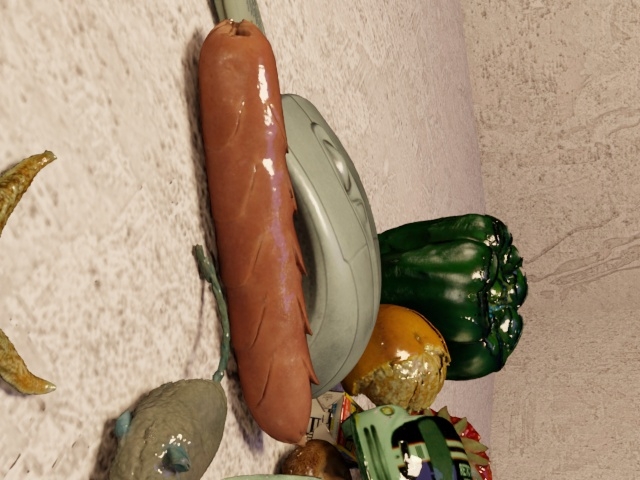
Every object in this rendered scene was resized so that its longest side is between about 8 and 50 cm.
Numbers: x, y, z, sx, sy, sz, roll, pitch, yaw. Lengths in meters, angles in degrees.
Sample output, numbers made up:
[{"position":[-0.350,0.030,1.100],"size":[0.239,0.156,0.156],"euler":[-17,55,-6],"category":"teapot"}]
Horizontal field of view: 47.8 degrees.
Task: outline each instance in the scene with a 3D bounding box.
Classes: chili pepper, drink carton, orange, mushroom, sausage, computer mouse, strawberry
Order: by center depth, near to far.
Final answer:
[{"position":[-0.059,0.009,0.697],"size":[0.088,0.087,0.433],"euler":[-38,122,-67],"category":"sausage"},{"position":[-0.001,0.287,0.821],"size":[0.126,0.085,0.109],"euler":[64,-4,-20],"category":"mushroom"},{"position":[0.000,0.000,0.821],"size":[0.188,0.121,0.371],"euler":[-37,119,-68],"category":"computer mouse"},{"position":[0.092,0.160,0.951],"size":[0.156,0.134,0.157],"euler":[19,48,-23],"category":"orange"},{"position":[0.029,0.253,0.953],"size":[0.166,0.056,0.071],"euler":[56,42,-56],"category":"drink carton"},{"position":[0.178,0.082,1.110],"size":[0.233,0.256,0.249],"euler":[-65,146,-44],"category":"chili pepper"},{"position":[0.165,0.397,1.158],"size":[0.205,0.205,0.244],"euler":[-68,173,-50],"category":"strawberry"}]

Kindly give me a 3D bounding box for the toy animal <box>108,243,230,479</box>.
[{"position":[-0.103,0.114,0.582],"size":[0.253,0.070,0.079],"euler":[-75,170,-48],"category":"toy animal"}]

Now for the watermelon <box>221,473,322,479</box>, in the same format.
[{"position":[-0.061,0.350,0.665],"size":[0.154,0.094,0.241],"euler":[81,19,-47],"category":"watermelon"}]

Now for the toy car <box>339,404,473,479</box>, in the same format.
[{"position":[0.124,0.284,0.896],"size":[0.306,0.125,0.136],"euler":[45,25,-60],"category":"toy car"}]

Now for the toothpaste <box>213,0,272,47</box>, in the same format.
[{"position":[-0.094,-0.285,0.685],"size":[0.069,0.047,0.268],"euler":[-99,175,-52],"category":"toothpaste"}]

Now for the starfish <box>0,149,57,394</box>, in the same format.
[{"position":[-0.194,0.022,0.374],"size":[0.217,0.050,0.224],"euler":[74,27,-53],"category":"starfish"}]
